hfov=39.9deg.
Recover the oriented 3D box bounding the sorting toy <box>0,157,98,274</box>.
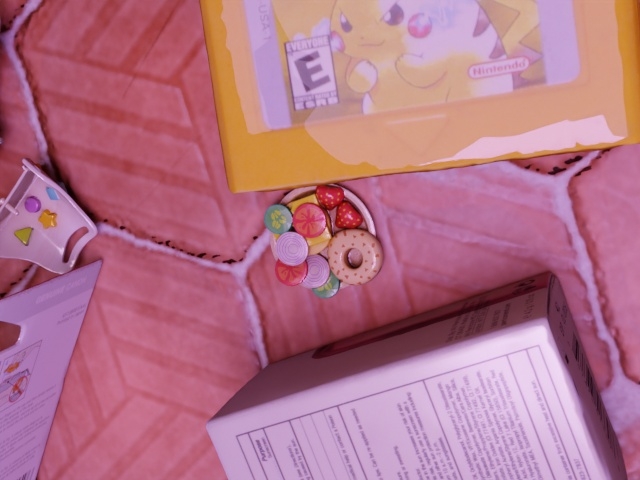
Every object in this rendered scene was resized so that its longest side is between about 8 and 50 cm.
[{"bbox_3d":[-0.215,-0.013,0.690,0.075,0.045,0.083,39,109,-2],"label":"sorting toy"}]

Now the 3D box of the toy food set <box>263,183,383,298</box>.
[{"bbox_3d":[0.000,0.000,0.639,0.082,0.020,0.083,-20,95,19],"label":"toy food set"}]

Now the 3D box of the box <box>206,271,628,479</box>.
[{"bbox_3d":[0.069,0.135,0.590,0.232,0.127,0.149,-20,95,19],"label":"box"}]

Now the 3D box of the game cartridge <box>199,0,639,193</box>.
[{"bbox_3d":[0.048,-0.205,0.567,0.285,0.052,0.324,-6,100,17],"label":"game cartridge"}]

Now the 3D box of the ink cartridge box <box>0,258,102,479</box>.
[{"bbox_3d":[-0.274,0.136,0.612,0.060,0.275,0.239,23,106,11],"label":"ink cartridge box"}]

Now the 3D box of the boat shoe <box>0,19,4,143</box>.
[{"bbox_3d":[-0.279,-0.081,0.678,0.070,0.078,0.219,33,116,8],"label":"boat shoe"}]
